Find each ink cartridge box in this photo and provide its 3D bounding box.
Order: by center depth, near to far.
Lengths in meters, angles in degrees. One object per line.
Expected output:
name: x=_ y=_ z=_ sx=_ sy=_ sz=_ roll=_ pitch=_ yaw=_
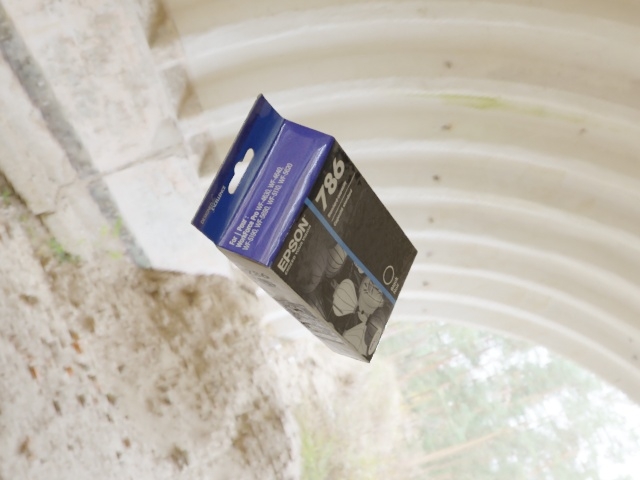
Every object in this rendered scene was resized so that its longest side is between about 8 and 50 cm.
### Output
ink cartridge box: x=0.000 y=0.000 z=0.963 sx=0.065 sy=0.165 sz=0.332 roll=13 pitch=-21 yaw=36
